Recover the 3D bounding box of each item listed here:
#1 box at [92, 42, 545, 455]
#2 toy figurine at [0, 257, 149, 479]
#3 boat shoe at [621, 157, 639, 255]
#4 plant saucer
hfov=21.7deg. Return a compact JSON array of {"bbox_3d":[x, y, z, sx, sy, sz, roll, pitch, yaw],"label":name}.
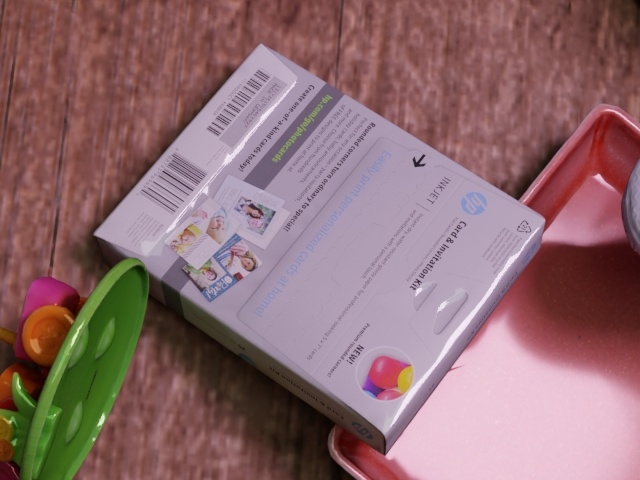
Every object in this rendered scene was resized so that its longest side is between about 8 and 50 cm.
[{"bbox_3d":[0.000,0.000,0.868,0.186,0.038,0.145,32,70,17],"label":"box"},{"bbox_3d":[-0.190,0.062,0.818,0.159,0.130,0.173,21,96,8],"label":"toy figurine"},{"bbox_3d":[0.303,-0.012,0.822,0.302,0.094,0.109,7,86,20],"label":"boat shoe"},{"bbox_3d":[0.171,0.100,0.903,0.259,0.048,0.258,41,71,-1],"label":"plant saucer"}]
